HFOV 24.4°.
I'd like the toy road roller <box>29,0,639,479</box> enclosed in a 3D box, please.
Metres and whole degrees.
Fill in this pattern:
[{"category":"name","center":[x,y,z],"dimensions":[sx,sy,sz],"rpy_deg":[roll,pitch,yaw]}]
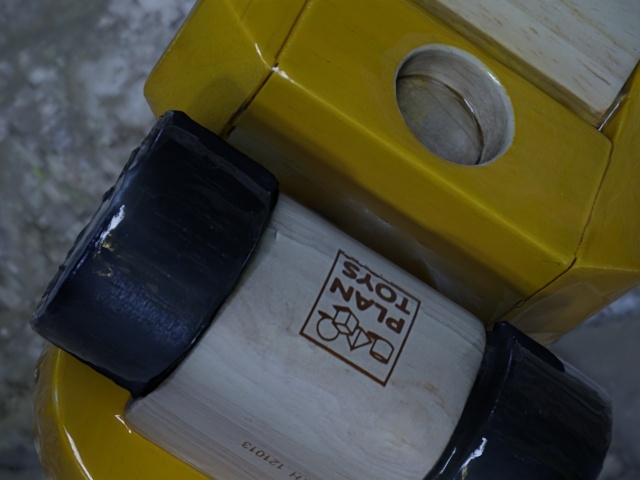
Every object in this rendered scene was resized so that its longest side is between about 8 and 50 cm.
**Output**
[{"category":"toy road roller","center":[0.000,0.000,0.640],"dimensions":[0.240,0.202,0.329],"rpy_deg":[-42,18,55]}]
